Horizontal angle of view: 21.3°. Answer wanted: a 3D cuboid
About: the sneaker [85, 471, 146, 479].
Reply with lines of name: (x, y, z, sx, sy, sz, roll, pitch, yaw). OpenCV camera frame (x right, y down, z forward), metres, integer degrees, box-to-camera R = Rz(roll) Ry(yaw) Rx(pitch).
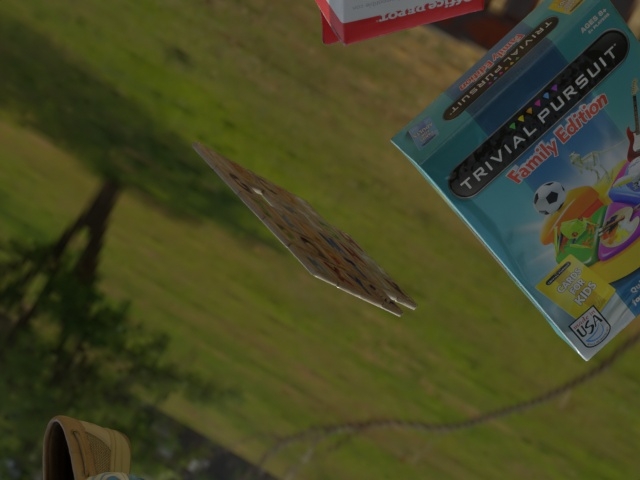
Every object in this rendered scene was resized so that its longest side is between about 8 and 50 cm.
sneaker: (-0.229, 0.380, 1.932, 0.086, 0.237, 0.085, -10, 166, 23)

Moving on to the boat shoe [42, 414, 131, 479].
boat shoe: (-0.307, 0.374, 2.097, 0.110, 0.121, 0.341, 27, -140, -31)

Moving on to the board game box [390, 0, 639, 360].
board game box: (0.273, -0.069, 1.795, 0.336, 0.254, 0.079, 46, -178, -31)

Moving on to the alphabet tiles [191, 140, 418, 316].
alphabet tiles: (0.000, 0.000, 1.604, 0.198, 0.009, 0.237, 46, -169, 34)

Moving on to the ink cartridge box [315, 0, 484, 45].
ink cartridge box: (0.065, -0.253, 1.428, 0.078, 0.134, 0.231, -118, 17, -45)
